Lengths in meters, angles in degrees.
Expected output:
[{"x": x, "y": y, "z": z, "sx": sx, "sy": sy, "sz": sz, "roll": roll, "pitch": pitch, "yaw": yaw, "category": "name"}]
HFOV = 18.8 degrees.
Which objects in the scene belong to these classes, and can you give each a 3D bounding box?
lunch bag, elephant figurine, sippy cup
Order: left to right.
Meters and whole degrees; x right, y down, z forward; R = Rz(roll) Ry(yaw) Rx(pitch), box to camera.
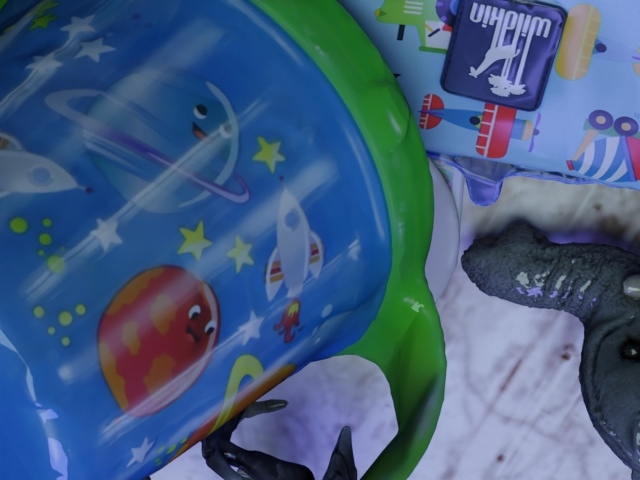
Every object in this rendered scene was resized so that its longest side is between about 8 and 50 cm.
[{"x": -0.105, "y": 0.006, "z": 0.850, "sx": 0.305, "sy": 0.224, "sz": 0.240, "roll": 18, "pitch": 132, "yaw": 31, "category": "sippy cup"}, {"x": 0.090, "y": -0.148, "z": 0.860, "sx": 0.221, "sy": 0.138, "sz": 0.293, "roll": 9, "pitch": 124, "yaw": 3, "category": "lunch bag"}, {"x": 0.207, "y": 0.083, "z": 0.950, "sx": 0.239, "sy": 0.186, "sz": 0.169, "roll": -12, "pitch": 122, "yaw": 6, "category": "elephant figurine"}]

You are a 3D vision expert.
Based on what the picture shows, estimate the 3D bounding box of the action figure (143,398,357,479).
[{"x": -0.058, "y": 0.133, "z": 1.013, "sx": 0.276, "sy": 0.141, "sz": 0.164, "roll": 16, "pitch": 117, "yaw": 14, "category": "action figure"}]

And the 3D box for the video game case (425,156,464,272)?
[{"x": 0.003, "y": -0.059, "z": 0.969, "sx": 0.143, "sy": 0.019, "sz": 0.157, "roll": 4, "pitch": 118, "yaw": 3, "category": "video game case"}]

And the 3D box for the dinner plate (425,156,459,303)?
[{"x": 0.000, "y": 0.000, "z": 0.982, "sx": 0.141, "sy": 0.017, "sz": 0.141, "roll": 2, "pitch": 118, "yaw": 4, "category": "dinner plate"}]
